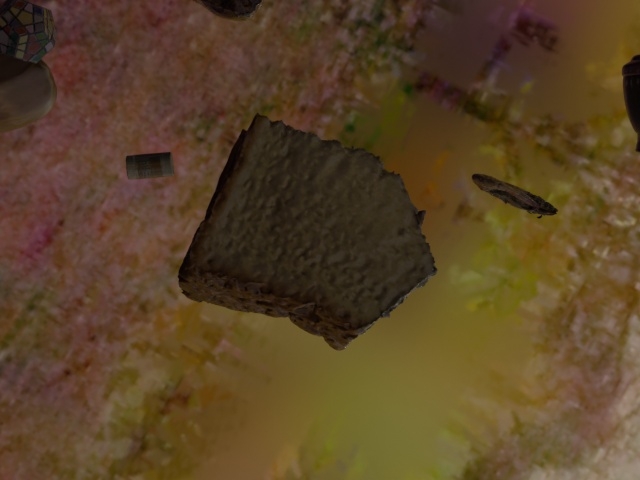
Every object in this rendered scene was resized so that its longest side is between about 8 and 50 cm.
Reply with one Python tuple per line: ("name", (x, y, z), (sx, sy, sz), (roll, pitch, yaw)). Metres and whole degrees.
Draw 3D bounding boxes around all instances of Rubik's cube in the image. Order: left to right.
("Rubik's cube", (-0.479, -0.338, 1.533), (0.111, 0.093, 0.111), (-29, -144, 24))

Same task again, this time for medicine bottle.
("medicine bottle", (-0.314, -0.137, 1.755), (0.047, 0.083, 0.047), (174, -90, -86))

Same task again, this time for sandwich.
("sandwich", (0.000, 0.000, 1.313), (0.131, 0.325, 0.262), (102, 8, -65))

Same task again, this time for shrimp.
("shrimp", (0.389, -0.089, 1.912), (0.101, 0.190, 0.042), (-134, -113, -84))

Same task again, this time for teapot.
("teapot", (0.478, -0.179, 1.279), (0.116, 0.148, 0.146), (-8, 100, -38))

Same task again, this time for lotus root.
("lotus root", (-0.179, -0.422, 1.477), (0.097, 0.258, 0.110), (-30, 147, -43))

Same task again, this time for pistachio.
("pistachio", (-0.680, -0.307, 1.998), (0.166, 0.288, 0.197), (70, 24, -10))
